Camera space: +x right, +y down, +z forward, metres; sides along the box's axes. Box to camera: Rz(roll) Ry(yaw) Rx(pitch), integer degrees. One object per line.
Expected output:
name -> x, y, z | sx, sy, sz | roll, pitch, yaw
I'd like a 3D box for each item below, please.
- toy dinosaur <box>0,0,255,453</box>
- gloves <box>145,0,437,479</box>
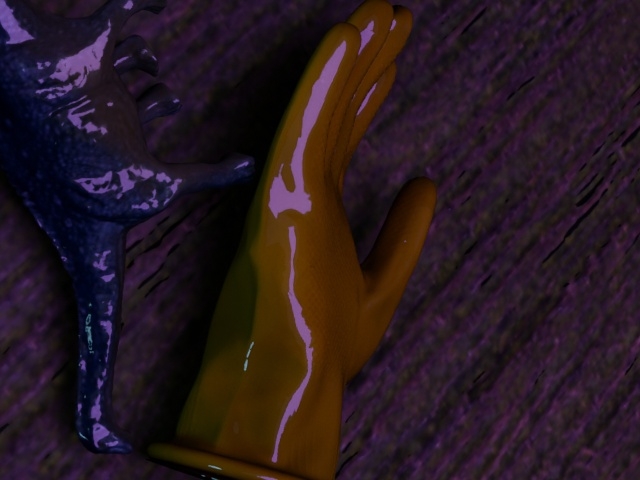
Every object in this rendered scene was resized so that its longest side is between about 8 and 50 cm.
toy dinosaur -> -0.130, -0.067, 0.993 | 0.147, 0.076, 0.363 | -33, 113, -27
gloves -> 0.000, 0.000, 1.063 | 0.116, 0.133, 0.294 | 16, 81, 2
